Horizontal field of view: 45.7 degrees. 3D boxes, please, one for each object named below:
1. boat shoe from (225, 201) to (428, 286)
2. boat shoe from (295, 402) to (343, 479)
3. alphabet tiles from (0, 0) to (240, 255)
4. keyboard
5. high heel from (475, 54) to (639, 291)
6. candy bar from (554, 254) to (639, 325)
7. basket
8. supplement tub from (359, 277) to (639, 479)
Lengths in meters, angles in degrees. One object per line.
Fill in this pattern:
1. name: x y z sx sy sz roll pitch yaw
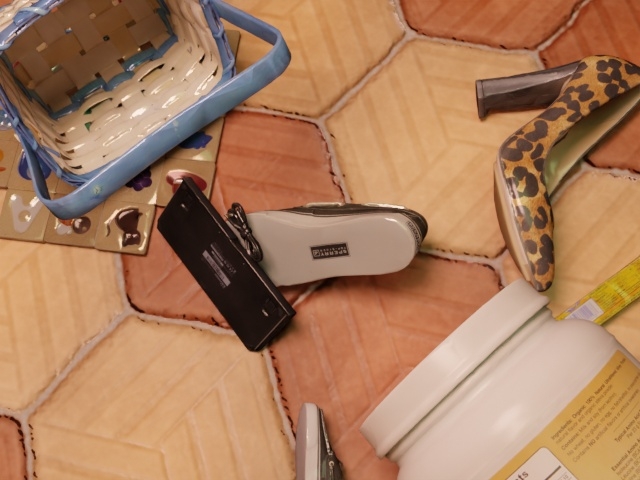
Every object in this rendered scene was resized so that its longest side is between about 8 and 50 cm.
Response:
1. boat shoe: 0.000 0.000 0.774 0.220 0.070 0.077 0 109 22
2. boat shoe: 0.001 0.225 0.716 0.040 0.049 0.142 2 72 -15
3. alphabet tiles: -0.249 -0.154 0.874 0.285 0.011 0.342 6 72 5
4. keyboard: -0.091 0.016 0.767 0.180 0.108 0.023 51 39 12
5. high heel: 0.267 -0.077 0.767 0.186 0.093 0.261 -8 62 8
6. candy bar: 0.291 0.058 0.763 0.162 0.018 0.040 -34 69 -7
7. basket: -0.189 -0.166 0.745 0.255 0.201 0.289 -35 42 -7
8. supplement tub: 0.206 0.207 0.609 0.228 0.228 0.316 -40 73 -9
